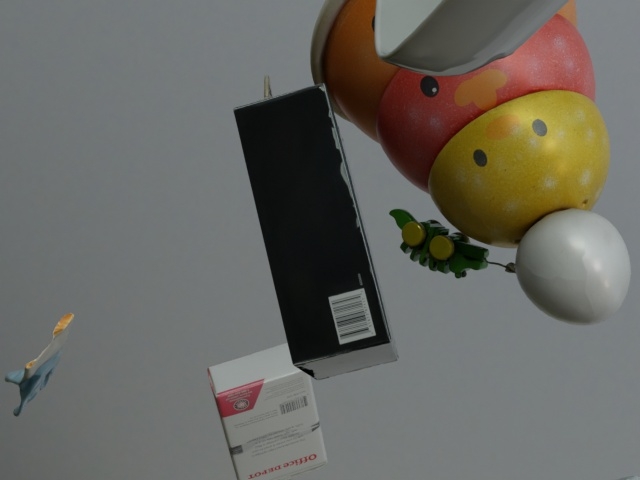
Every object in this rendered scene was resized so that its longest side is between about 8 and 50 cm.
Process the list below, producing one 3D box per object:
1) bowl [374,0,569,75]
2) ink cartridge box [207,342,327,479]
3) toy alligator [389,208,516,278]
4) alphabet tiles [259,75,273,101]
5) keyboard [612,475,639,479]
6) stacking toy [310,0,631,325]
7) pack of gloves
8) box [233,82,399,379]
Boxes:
[{"bbox_3d":[0.084,-0.142,0.416,0.053,0.142,0.142,26,-45,-20],"label":"bowl"},{"bbox_3d":[-0.086,0.295,1.665,0.092,0.158,0.218,-122,-161,-58],"label":"ink cartridge box"},{"bbox_3d":[0.153,0.019,1.165,0.189,0.056,0.051,28,-71,29],"label":"toy alligator"},{"bbox_3d":[-0.068,-0.095,1.339,0.009,0.237,0.198,-3,-34,3],"label":"alphabet tiles"},{"bbox_3d":[0.097,0.211,0.690,0.256,0.072,0.014,-22,-79,33],"label":"keyboard"},{"bbox_3d":[0.220,-0.116,1.143,0.351,0.350,0.480,95,-25,-54],"label":"stacking toy"},{"bbox_3d":[-0.377,0.186,1.168,0.046,0.195,0.232,37,-32,0],"label":"pack of gloves"},{"bbox_3d":[0.000,0.000,1.025,0.184,0.103,0.261,52,23,-75],"label":"box"}]
